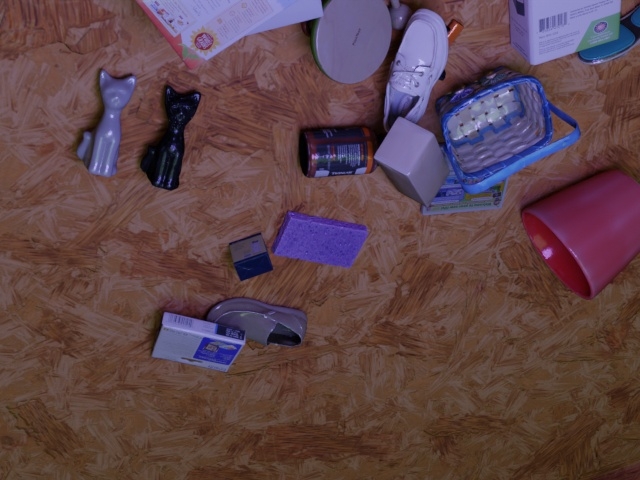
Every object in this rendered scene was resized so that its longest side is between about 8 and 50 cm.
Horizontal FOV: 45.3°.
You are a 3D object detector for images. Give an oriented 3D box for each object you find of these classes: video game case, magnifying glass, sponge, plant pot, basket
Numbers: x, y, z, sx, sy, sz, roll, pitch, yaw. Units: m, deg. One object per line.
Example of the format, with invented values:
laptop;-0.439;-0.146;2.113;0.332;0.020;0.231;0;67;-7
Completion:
video game case;0.355;-0.152;1.847;0.212;0.023;0.193;-6;128;-13
magnifying glass;0.224;-0.368;1.641;0.092;0.026;0.231;23;120;-29
sponge;0.000;0.000;1.858;0.210;0.031;0.117;10;124;-24
plant pot;0.677;-0.032;1.896;0.243;0.275;0.275;-35;129;0
basket;0.372;-0.228;1.618;0.255;0.289;0.201;-27;129;4

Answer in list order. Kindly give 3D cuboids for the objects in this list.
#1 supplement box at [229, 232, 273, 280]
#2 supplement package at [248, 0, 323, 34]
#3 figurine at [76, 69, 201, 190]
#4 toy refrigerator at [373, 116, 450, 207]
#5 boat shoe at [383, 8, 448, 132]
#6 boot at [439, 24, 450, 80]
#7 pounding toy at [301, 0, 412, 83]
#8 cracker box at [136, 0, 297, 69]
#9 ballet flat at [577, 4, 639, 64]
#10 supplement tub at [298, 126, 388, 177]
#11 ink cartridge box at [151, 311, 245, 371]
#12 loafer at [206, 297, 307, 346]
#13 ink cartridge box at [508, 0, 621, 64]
supplement box;-0.164;0.038;1.806;0.083;0.083;0.056;-19;130;-1
supplement package;-0.148;-0.486;1.362;0.262;0.145;0.204;-15;129;-4
figurine;-0.365;-0.228;1.549;0.215;0.092;0.209;11;115;-23
toy refrigerator;0.199;-0.165;1.652;0.102;0.094;0.269;-58;160;0
boat shoe;0.184;-0.326;1.544;0.098;0.096;0.277;28;140;18
boot;0.230;-0.400;1.579;0.121;0.045;0.099;34;114;-4
pounding toy;0.053;-0.426;1.505;0.237;0.110;0.183;-47;131;-10
cracker box;-0.169;-0.413;1.274;0.232;0.067;0.155;-30;129;10
ballet flat;0.678;-0.450;1.676;0.248;0.086;0.086;-34;129;10
supplement tub;0.058;-0.194;1.675;0.198;0.106;0.106;-5;128;-12
ink cartridge box;-0.308;0.258;1.921;0.206;0.045;0.208;14;147;-13
loafer;-0.153;0.213;1.940;0.269;0.092;0.102;6;125;-20
ink cartridge box;0.488;-0.519;1.537;0.198;0.114;0.272;-17;130;-3
